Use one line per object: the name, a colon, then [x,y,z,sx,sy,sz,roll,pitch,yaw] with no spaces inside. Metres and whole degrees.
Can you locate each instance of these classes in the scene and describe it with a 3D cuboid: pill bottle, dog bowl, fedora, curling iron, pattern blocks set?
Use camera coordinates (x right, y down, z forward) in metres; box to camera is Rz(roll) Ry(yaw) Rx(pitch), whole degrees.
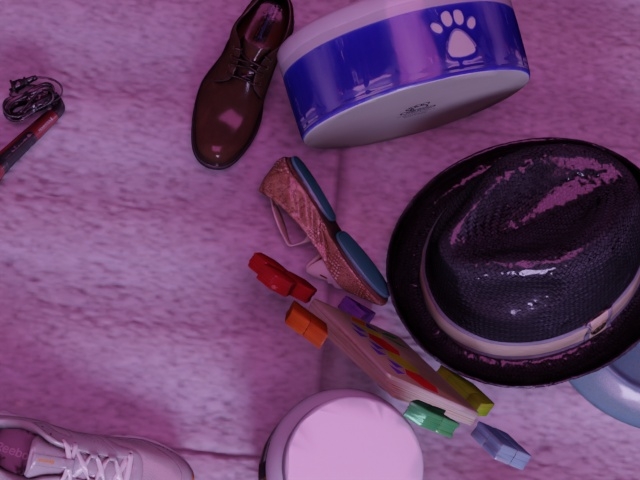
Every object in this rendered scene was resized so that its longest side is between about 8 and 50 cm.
pill bottle: [0.020,0.236,1.372,0.162,0.278,0.162,1,78,-4]
dog bowl: [0.092,-0.190,1.469,0.265,0.265,0.104,-15,83,-8]
fedora: [0.234,-0.005,1.463,0.334,0.152,0.334,-2,63,4]
curling iron: [-0.390,-0.080,1.522,0.068,0.035,0.274,35,77,7]
pattern blocks set: [0.069,0.126,1.389,0.285,0.325,0.026,28,99,-28]

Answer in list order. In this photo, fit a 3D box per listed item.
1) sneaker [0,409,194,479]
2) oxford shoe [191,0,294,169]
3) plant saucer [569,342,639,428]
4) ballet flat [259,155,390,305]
sneaker: [-0.266,0.243,1.425,0.263,0.121,0.099,10,79,-3]
oxford shoe: [-0.093,-0.192,1.540,0.083,0.096,0.227,19,80,-3]
plant saucer: [0.413,0.064,1.562,0.318,0.043,0.317,1,79,-6]
ballet flat: [0.000,0.000,1.534,0.067,0.073,0.206,-36,80,16]
